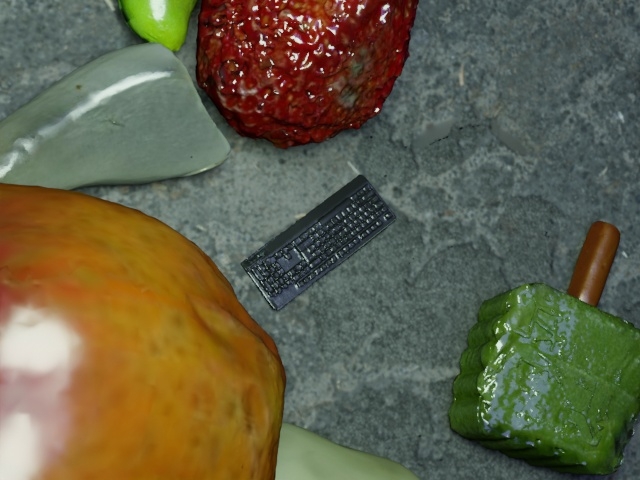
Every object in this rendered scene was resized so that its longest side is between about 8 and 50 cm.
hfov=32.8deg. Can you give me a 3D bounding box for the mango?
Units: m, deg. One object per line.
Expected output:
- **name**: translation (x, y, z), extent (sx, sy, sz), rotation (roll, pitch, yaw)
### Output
- **mango**: translation (-0.171, -0.329, 1.246), extent (0.125, 0.111, 0.233), rotation (4, 85, -27)

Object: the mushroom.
- **mushroom**: translation (-0.270, -0.099, 1.171), extent (0.328, 0.122, 0.159), rotation (-27, 82, -20)

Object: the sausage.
- **sausage**: translation (0.350, 0.039, 1.400), extent (0.039, 0.041, 0.131), rotation (33, 71, -34)

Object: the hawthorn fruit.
- **hawthorn fruit**: translation (-0.252, 0.170, 0.987), extent (0.471, 0.472, 0.472), rotation (3, 80, -18)

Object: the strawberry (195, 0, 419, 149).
- **strawberry**: translation (-0.006, -0.248, 1.228), extent (0.274, 0.220, 0.274), rotation (12, 68, -31)

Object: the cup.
- **cup**: translation (-0.009, 0.340, 1.155), extent (0.202, 0.173, 0.255), rotation (23, 74, -12)

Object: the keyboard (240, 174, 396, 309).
- **keyboard**: translation (0.001, 0.000, 1.301), extent (0.196, 0.015, 0.074), rotation (-36, 93, -21)

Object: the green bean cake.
- **green bean cake**: translation (0.276, 0.171, 1.315), extent (0.214, 0.113, 0.200), rotation (25, 77, -13)
